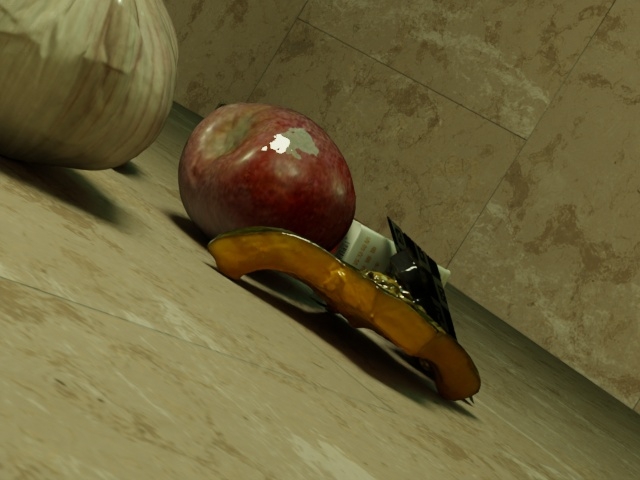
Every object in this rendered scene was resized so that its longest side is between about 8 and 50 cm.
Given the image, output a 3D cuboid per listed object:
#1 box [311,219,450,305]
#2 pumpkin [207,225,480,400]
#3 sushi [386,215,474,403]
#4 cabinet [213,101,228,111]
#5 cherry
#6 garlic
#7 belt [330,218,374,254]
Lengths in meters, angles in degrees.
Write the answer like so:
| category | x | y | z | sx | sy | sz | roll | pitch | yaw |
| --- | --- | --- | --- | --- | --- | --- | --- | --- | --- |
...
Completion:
| category | x | y | z | sx | sy | sz | roll | pitch | yaw |
| --- | --- | --- | --- | --- | --- | --- | --- | --- | --- |
| box | 0.089 | 0.062 | 1.654 | 0.032 | 0.122 | 0.220 | 28 | 1 | 44 |
| pumpkin | 0.045 | 0.076 | 1.392 | 0.258 | 0.095 | 0.290 | 31 | 0 | 34 |
| sushi | 0.121 | 0.097 | 1.553 | 0.192 | 0.050 | 0.215 | -130 | -159 | -64 |
| cabinet | -0.119 | -0.154 | 2.368 | 0.215 | 0.148 | 0.175 | 29 | 6 | -44 |
| cherry | -0.066 | -0.058 | 1.526 | 0.239 | 0.206 | 0.239 | 34 | -27 | 21 |
| garlic | -0.299 | -0.221 | 1.272 | 0.317 | 0.259 | 0.317 | 36 | 5 | -4 |
| belt | 0.000 | 0.000 | 1.796 | 0.324 | 0.115 | 0.227 | 35 | 3 | 17 |
